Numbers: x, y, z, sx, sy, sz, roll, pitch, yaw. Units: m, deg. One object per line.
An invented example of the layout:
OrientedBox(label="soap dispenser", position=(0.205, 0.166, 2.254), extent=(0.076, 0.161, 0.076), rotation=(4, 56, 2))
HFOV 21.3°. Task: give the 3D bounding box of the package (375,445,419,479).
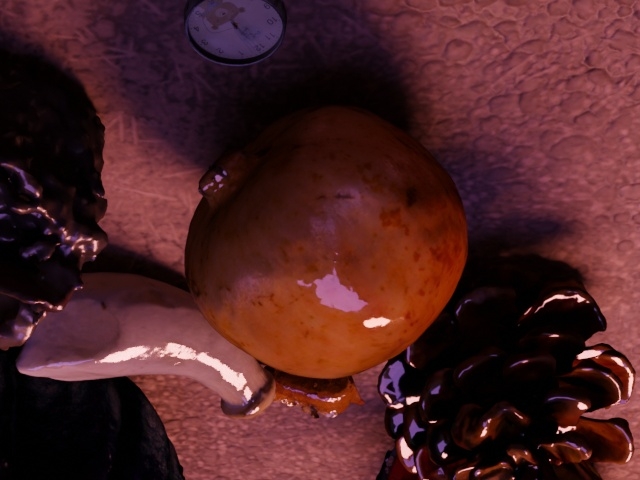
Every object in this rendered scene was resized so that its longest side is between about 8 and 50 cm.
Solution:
OrientedBox(label="package", position=(0.126, 0.301, 1.722), extent=(0.194, 0.269, 0.071), rotation=(26, 174, 18))

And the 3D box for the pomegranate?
OrientedBox(label="pomegranate", position=(0.000, 0.000, 1.419), extent=(0.248, 0.248, 0.248), rotation=(0, 140, 0))

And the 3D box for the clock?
OrientedBox(label="clock", position=(-0.069, -0.174, 1.368), extent=(0.085, 0.017, 0.085), rotation=(0, 140, 0))

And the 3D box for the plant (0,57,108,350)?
OrientedBox(label="plant", position=(-0.272, -0.023, 1.393), extent=(0.178, 0.234, 0.204), rotation=(30, 137, -23))

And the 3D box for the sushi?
OrientedBox(label="sushi", position=(-0.011, 0.148, 1.723), extent=(0.118, 0.061, 0.060), rotation=(23, 147, 4))

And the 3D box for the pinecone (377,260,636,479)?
OrientedBox(label="pinecone", position=(0.180, 0.148, 1.566), extent=(0.244, 0.309, 0.244), rotation=(-7, 118, -13))

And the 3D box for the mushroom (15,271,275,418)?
OrientedBox(label="mushroom", position=(-0.155, 0.097, 1.622), extent=(0.270, 0.103, 0.118), rotation=(15, 103, -27))

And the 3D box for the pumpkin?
OrientedBox(label="pumpkin", position=(-0.309, 0.268, 1.702), extent=(0.363, 0.266, 0.363), rotation=(0, 135, 0))

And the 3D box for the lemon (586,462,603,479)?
OrientedBox(label="lemon", position=(0.208, 0.349, 1.830), extent=(0.240, 0.219, 0.240), rotation=(1, 144, 1))
